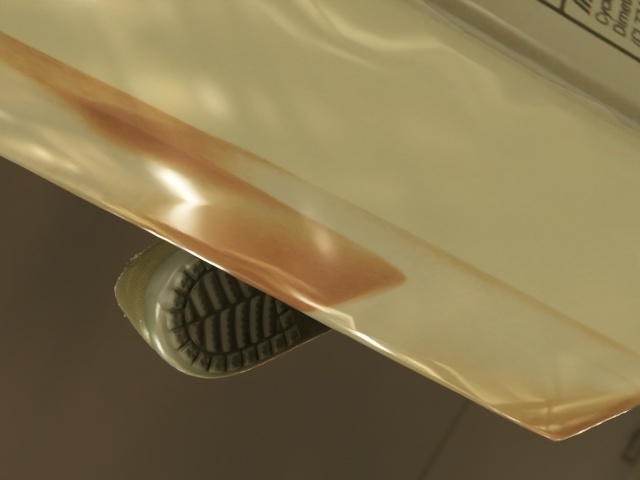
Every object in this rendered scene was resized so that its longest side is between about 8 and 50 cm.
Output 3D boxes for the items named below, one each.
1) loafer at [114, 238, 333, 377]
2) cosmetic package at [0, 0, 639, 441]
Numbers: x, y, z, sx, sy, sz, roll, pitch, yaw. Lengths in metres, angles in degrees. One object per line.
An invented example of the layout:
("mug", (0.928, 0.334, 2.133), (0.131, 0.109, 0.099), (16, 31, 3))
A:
("loafer", (0.000, 0.000, 0.983), (0.251, 0.087, 0.094), (-14, -73, -38))
("cosmetic package", (-0.016, -0.091, 0.439), (0.129, 0.296, 0.153), (-37, 29, 51))
